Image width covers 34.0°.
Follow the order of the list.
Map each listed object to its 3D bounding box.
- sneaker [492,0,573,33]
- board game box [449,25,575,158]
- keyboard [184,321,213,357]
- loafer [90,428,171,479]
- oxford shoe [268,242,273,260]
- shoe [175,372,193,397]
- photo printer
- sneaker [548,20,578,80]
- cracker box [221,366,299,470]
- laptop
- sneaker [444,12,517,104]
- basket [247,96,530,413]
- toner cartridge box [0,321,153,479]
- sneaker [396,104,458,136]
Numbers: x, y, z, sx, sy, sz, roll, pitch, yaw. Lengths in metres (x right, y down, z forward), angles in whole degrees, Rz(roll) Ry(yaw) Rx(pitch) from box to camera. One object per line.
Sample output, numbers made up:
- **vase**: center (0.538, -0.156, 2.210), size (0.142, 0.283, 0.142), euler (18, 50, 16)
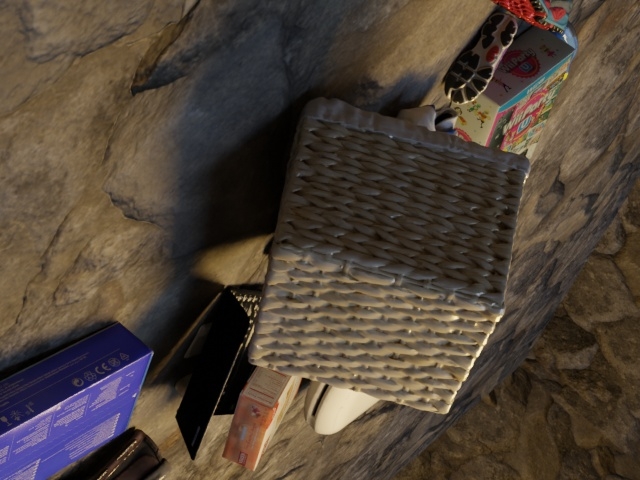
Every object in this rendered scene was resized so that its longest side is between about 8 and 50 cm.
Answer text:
- **sneaker**: center (0.343, -0.416, 1.664), size (0.262, 0.104, 0.125), euler (-4, 115, -67)
- **board game box**: center (0.329, -0.222, 1.944), size (0.224, 0.097, 0.303), euler (-37, 156, -28)
- **keyboard**: center (-0.138, 0.150, 1.804), size (0.072, 0.014, 0.256), euler (-53, 159, 27)
- **loafer**: center (-0.391, 0.422, 1.712), size (0.302, 0.095, 0.109), euler (-32, -176, -27)
- **oxford shoe**: center (0.011, 0.009, 1.720), size (0.212, 0.076, 0.076), euler (-13, 127, -36)
- **shoe**: center (-0.167, 0.228, 1.834), size (0.219, 0.058, 0.077), euler (-26, 131, -52)
- **photo printer**: center (0.096, 0.274, 2.253), size (0.307, 0.107, 0.256), euler (-30, 153, -39)
- **sneaker**: center (0.427, -0.339, 1.967), size (0.082, 0.069, 0.209), euler (-39, 158, -14)
- **cracker box**: center (-0.086, 0.265, 1.828), size (0.232, 0.067, 0.156), euler (-56, 167, -54)
- **laptop**: center (-0.124, 0.206, 1.672), size (0.264, 0.136, 0.234), euler (11, 104, -57)
- **sneaker**: center (0.275, -0.297, 1.749), size (0.170, 0.068, 0.071), euler (-52, 165, 9)
- **basket**: center (0.082, 0.030, 1.471), size (0.328, 0.331, 0.266), euler (106, 0, -52)
- **toner cartridge box**: center (-0.379, 0.245, 1.365), size (0.348, 0.075, 0.165), euler (-27, 149, -51)
- **sneaker**: center (0.164, -0.109, 1.765), size (0.236, 0.130, 0.323), euler (-45, 154, 4)
